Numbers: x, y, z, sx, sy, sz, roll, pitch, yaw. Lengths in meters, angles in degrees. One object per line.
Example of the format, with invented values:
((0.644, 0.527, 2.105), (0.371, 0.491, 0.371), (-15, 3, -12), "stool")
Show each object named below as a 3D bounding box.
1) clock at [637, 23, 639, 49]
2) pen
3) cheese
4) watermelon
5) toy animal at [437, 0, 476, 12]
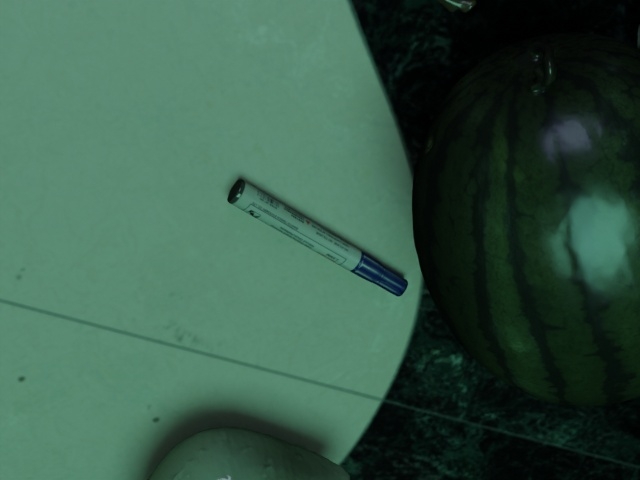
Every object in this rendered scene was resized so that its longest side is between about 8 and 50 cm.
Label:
((0.377, -0.197, 1.514), (0.191, 0.062, 0.151), (8, 120, 5), "clock")
((0.000, 0.000, 1.609), (0.204, 0.025, 0.025), (30, 111, -27), "pen")
((-0.087, 0.275, 1.686), (0.189, 0.154, 0.198), (30, 110, -21), "cheese")
((0.217, -0.024, 1.491), (0.278, 0.279, 0.359), (-19, 123, 0), "watermelon")
((0.139, -0.290, 1.418), (0.214, 0.094, 0.186), (-18, 116, 9), "toy animal")
